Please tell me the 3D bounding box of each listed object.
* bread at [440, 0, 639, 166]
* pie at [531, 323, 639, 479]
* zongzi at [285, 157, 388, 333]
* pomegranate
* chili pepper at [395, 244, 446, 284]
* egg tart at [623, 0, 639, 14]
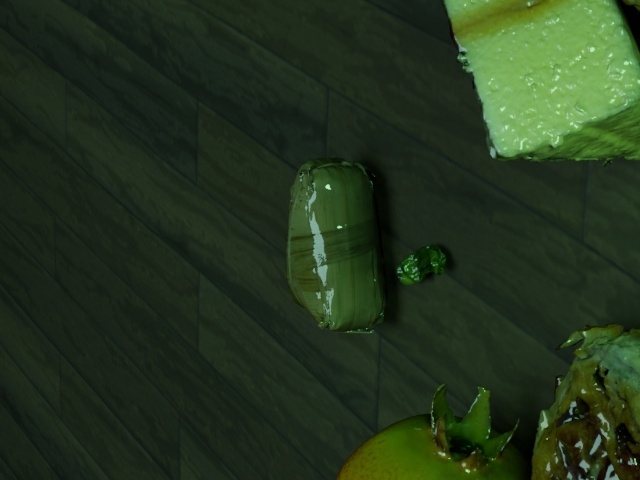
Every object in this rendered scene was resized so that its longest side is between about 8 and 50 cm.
[{"bbox_3d":[0.185,-0.160,1.554,0.178,0.135,0.240,43,-153,-65],"label":"bread"},{"bbox_3d":[0.274,0.206,1.621,0.308,0.085,0.308,28,122,59],"label":"pie"},{"bbox_3d":[0.000,0.000,2.111,0.197,0.099,0.194,-158,62,-69],"label":"zongzi"},{"bbox_3d":[0.114,0.258,1.833,0.221,0.221,0.256,45,129,51],"label":"pomegranate"},{"bbox_3d":[0.107,0.025,1.973,0.030,0.034,0.091,48,154,-9],"label":"chili pepper"},{"bbox_3d":[0.286,-0.251,1.401,0.294,0.123,0.294,27,121,58],"label":"egg tart"}]
